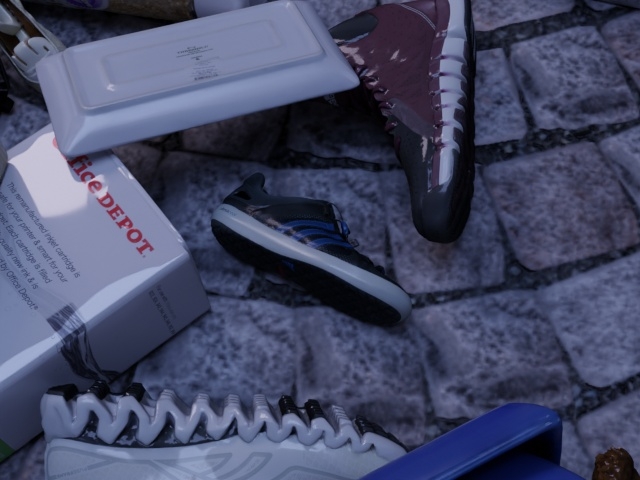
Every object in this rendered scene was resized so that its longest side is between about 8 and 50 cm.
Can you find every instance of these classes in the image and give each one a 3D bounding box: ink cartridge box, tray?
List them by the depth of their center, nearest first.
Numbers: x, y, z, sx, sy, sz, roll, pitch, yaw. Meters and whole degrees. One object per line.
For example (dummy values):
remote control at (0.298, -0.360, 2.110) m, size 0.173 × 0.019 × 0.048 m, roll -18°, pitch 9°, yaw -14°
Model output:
ink cartridge box at (-0.262, 0.047, 0.926) m, size 0.273 × 0.115 × 0.198 m, roll -35°, pitch 63°, yaw -13°
tray at (-0.113, -0.158, 0.966) m, size 0.270 × 0.030 × 0.145 m, roll -16°, pitch 48°, yaw -13°

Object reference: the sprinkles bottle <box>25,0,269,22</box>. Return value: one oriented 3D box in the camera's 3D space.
sprinkles bottle at (-0.230, -0.294, 1.104) m, size 0.355 × 0.121 × 0.121 m, roll 10°, pitch 63°, yaw 12°

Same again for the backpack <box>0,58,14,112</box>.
backpack at (-0.389, -0.195, 1.032) m, size 0.115 × 0.182 × 0.152 m, roll -38°, pitch 66°, yaw -14°

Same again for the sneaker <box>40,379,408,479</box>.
sneaker at (-0.077, 0.180, 0.857) m, size 0.292 × 0.110 × 0.118 m, roll 4°, pitch 87°, yaw 2°

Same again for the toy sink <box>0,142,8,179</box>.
toy sink at (-0.347, -0.015, 0.817) m, size 0.131 × 0.153 × 0.234 m, roll 5°, pitch 60°, yaw 11°

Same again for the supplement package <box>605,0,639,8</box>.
supplement package at (0.297, -0.328, 1.060) m, size 0.244 × 0.134 × 0.139 m, roll 16°, pitch 65°, yaw 14°

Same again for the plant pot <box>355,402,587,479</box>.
plant pot at (0.108, 0.260, 0.715) m, size 0.236 × 0.236 × 0.212 m, roll -26°, pitch 56°, yaw -9°

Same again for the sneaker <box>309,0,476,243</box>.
sneaker at (0.060, -0.114, 1.001) m, size 0.163 × 0.106 × 0.281 m, roll -2°, pitch 53°, yaw 13°

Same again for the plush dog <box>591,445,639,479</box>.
plush dog at (0.325, 0.179, 0.772) m, size 0.262 × 0.210 × 0.225 m, roll 32°, pitch 93°, yaw 20°

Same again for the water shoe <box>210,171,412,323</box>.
water shoe at (0.000, 0.000, 0.950) m, size 0.203 × 0.073 × 0.080 m, roll 26°, pitch 65°, yaw 18°

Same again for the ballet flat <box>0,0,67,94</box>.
ballet flat at (-0.301, -0.200, 1.063) m, size 0.057 × 0.052 × 0.168 m, roll -41°, pitch 94°, yaw 14°
